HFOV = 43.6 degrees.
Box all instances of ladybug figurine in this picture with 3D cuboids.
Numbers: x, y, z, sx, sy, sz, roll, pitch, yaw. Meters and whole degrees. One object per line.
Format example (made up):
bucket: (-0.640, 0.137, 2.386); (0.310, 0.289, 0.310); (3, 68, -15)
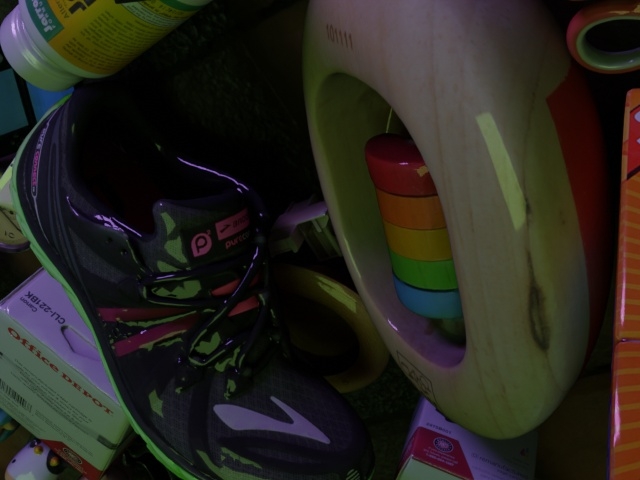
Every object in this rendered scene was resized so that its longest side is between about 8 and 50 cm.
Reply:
ladybug figurine: (0.121, -0.031, 0.661); (0.305, 0.162, 0.449); (40, 150, 51)

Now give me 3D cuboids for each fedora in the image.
fedora: (-0.009, 0.083, 0.891); (0.194, 0.079, 0.194); (12, 128, 16)

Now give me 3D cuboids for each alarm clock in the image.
alarm clock: (-0.358, -0.044, 0.948); (0.192, 0.064, 0.129); (26, 130, 5)

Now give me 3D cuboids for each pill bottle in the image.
pill bottle: (-0.193, -0.219, 0.718); (0.208, 0.117, 0.117); (-24, 113, 34)

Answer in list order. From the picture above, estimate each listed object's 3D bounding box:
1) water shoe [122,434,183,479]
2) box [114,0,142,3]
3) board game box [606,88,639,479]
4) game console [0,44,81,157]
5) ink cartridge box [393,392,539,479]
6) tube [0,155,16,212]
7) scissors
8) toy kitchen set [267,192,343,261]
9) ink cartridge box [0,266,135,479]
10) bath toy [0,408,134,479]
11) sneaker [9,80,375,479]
water shoe: (-0.197, 0.344, 1.158); (0.203, 0.080, 0.073); (36, 130, -6)
box: (-0.105, -0.266, 0.591); (0.036, 0.207, 0.114); (1, 126, 21)
board game box: (0.378, 0.145, 0.526); (0.356, 0.356, 0.356); (3, 152, 20)
game console: (-0.317, -0.145, 0.856); (0.071, 0.107, 0.122); (29, 136, 38)
ink cartridge box: (0.161, 0.210, 0.856); (0.127, 0.175, 0.072); (20, 127, 6)
tube: (-0.244, -0.019, 0.905); (0.240, 0.070, 0.062); (34, 148, -16)
scissors: (0.279, -0.133, 0.449); (0.297, 0.021, 0.109); (8, 145, 23)
toy kitchen set: (0.000, 0.000, 0.824); (0.068, 0.083, 0.075); (-17, 116, 32)
ink cartridge box: (-0.301, 0.167, 1.005); (0.197, 0.114, 0.273); (38, 141, 2)
bath toy: (-0.330, 0.346, 1.172); (0.348, 0.151, 0.129); (37, 128, -11)
sneaker: (-0.121, 0.054, 0.754); (0.483, 0.185, 0.202); (49, 138, 4)
